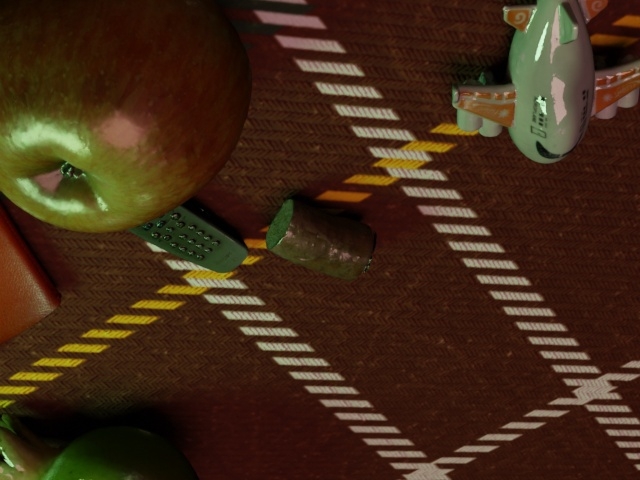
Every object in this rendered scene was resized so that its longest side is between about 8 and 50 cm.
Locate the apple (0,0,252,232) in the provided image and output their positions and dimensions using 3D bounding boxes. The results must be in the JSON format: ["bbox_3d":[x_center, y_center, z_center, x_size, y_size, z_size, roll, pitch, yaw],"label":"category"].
[{"bbox_3d":[-0.224,-0.136,1.347,0.277,0.250,0.309,27,125,-33],"label":"apple"}]

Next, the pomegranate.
[{"bbox_3d":[-0.324,0.363,1.846,0.358,0.216,0.310,43,117,-6],"label":"pomegranate"}]

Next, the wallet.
[{"bbox_3d":[-0.417,0.039,1.591,0.142,0.045,0.204,-33,134,-10],"label":"wallet"}]

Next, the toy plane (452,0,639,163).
[{"bbox_3d":[0.267,-0.183,1.505,0.244,0.117,0.245,-7,134,-8],"label":"toy plane"}]

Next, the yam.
[{"bbox_3d":[-0.001,-0.001,1.647,0.127,0.084,0.084,22,125,-24],"label":"yam"}]

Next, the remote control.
[{"bbox_3d":[-0.182,-0.024,1.607,0.222,0.042,0.072,31,120,-33],"label":"remote control"}]
